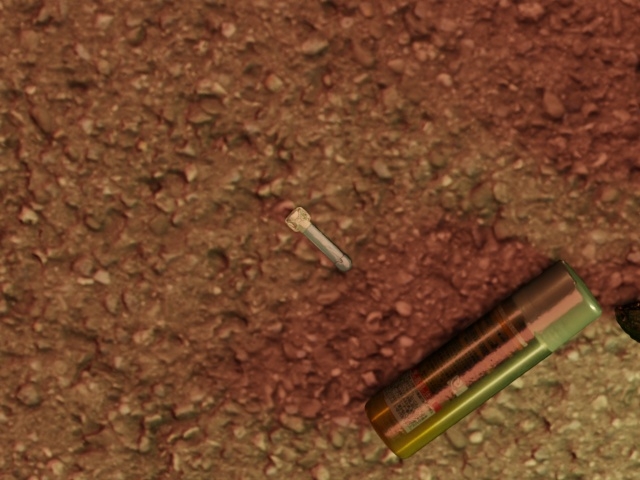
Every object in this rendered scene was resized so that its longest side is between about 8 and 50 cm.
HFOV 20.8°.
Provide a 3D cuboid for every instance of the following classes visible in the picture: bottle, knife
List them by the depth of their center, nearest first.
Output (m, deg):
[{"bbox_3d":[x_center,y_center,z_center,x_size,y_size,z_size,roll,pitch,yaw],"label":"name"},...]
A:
[{"bbox_3d":[0.184,0.135,1.976,0.286,0.082,0.082,-38,101,10],"label":"bottle"},{"bbox_3d":[0.000,0.000,1.982,0.096,0.010,0.027,44,101,-12],"label":"knife"}]

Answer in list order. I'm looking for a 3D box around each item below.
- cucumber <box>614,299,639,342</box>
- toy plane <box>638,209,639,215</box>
[{"bbox_3d":[0.467,0.096,1.965,0.265,0.077,0.077,-3,105,1],"label":"cucumber"},{"bbox_3d":[0.455,-0.059,1.932,0.234,0.082,0.160,-40,90,-5],"label":"toy plane"}]
